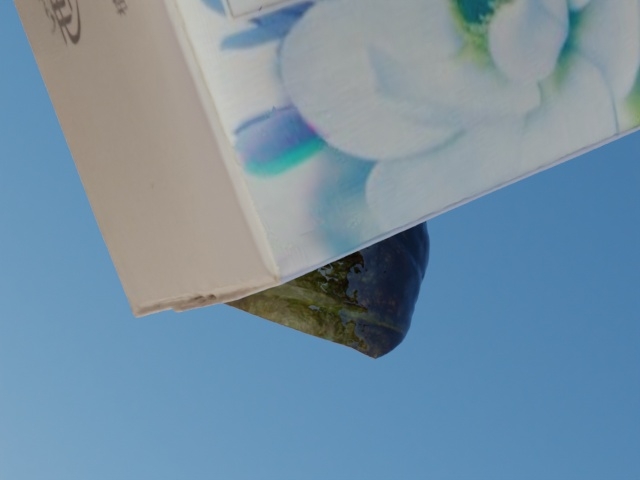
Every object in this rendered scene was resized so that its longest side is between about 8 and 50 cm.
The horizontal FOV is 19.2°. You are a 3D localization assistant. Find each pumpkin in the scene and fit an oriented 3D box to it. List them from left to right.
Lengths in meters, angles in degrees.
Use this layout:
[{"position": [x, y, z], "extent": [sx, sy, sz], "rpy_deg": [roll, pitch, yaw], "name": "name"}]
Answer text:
[{"position": [0.000, 0.000, 1.058], "extent": [0.119, 0.107, 0.183], "rpy_deg": [14, 0, -12], "name": "pumpkin"}]

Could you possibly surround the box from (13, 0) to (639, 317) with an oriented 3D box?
[{"position": [-0.008, -0.137, 0.662], "extent": [0.116, 0.203, 0.274], "rpy_deg": [-12, -82, 58], "name": "box"}]
